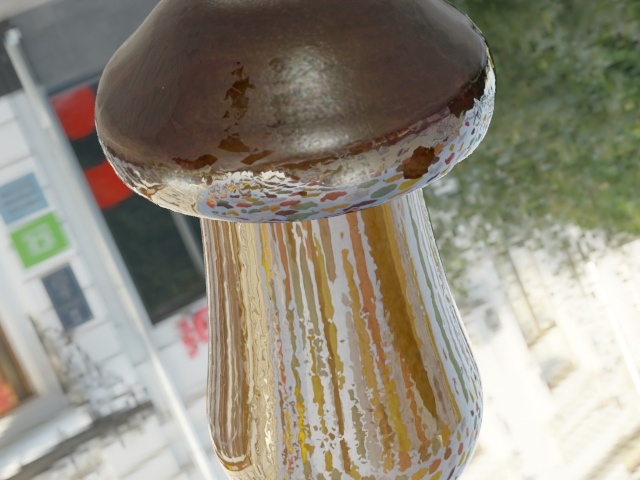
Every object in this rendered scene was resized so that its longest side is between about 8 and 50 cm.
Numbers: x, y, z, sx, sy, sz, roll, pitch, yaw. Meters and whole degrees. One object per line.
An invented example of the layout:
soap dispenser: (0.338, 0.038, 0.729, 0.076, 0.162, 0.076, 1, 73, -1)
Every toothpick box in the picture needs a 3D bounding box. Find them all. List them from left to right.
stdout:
toothpick box: (0.000, 0.000, 0.705, 0.192, 0.294, 0.192, -7, -148, 4)
